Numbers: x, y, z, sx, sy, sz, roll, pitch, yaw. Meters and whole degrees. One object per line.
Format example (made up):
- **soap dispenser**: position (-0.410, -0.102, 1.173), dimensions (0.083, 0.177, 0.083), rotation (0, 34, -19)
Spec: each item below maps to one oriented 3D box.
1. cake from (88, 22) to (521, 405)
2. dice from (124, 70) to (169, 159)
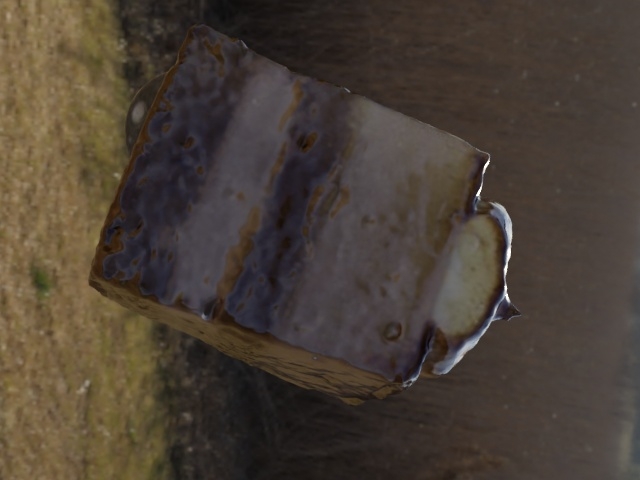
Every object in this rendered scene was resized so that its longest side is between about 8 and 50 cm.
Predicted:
- **cake**: position (0.000, 0.000, 0.730), dimensions (0.199, 0.293, 0.196), rotation (119, -8, -76)
- **dice**: position (-0.231, -0.192, 1.810), dimensions (0.181, 0.182, 0.183), rotation (15, 55, -46)
